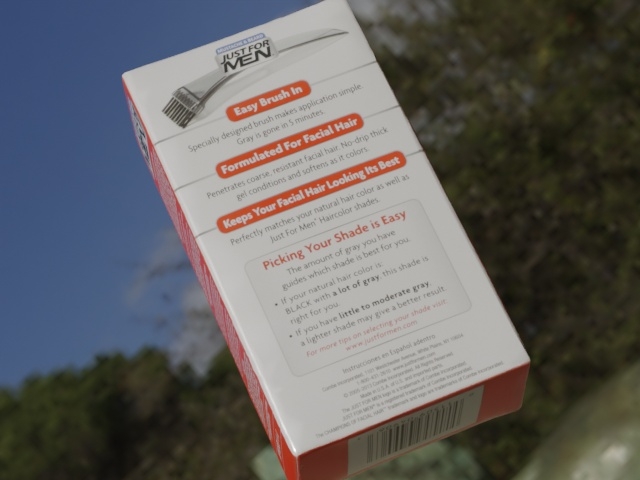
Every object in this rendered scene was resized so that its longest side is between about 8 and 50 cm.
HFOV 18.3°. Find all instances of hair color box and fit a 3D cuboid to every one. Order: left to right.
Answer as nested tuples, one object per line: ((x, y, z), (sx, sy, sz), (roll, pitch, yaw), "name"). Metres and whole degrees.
((0.000, 0.000, 0.739), (0.093, 0.167, 0.053), (-21, -23, -9), "hair color box")
